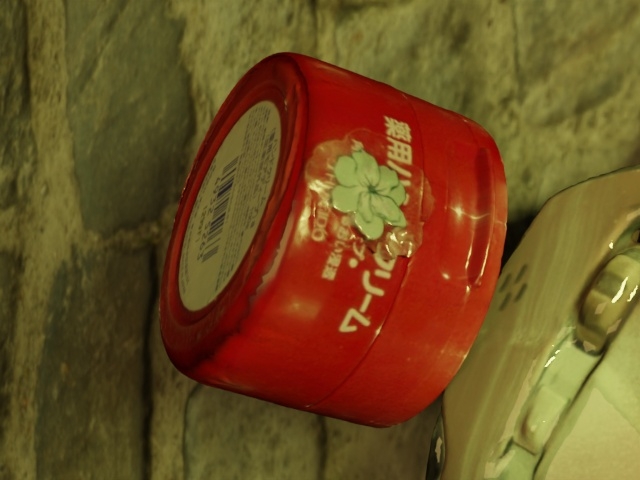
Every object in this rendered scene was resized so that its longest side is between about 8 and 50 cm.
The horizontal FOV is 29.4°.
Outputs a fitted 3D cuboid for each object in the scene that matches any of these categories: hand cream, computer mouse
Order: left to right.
[{"bbox_3d":[0.000,0.000,0.787,0.230,0.149,0.230,-50,30,44],"label":"hand cream"},{"bbox_3d":[0.158,0.098,0.719,0.199,0.115,0.389,27,107,36],"label":"computer mouse"}]
